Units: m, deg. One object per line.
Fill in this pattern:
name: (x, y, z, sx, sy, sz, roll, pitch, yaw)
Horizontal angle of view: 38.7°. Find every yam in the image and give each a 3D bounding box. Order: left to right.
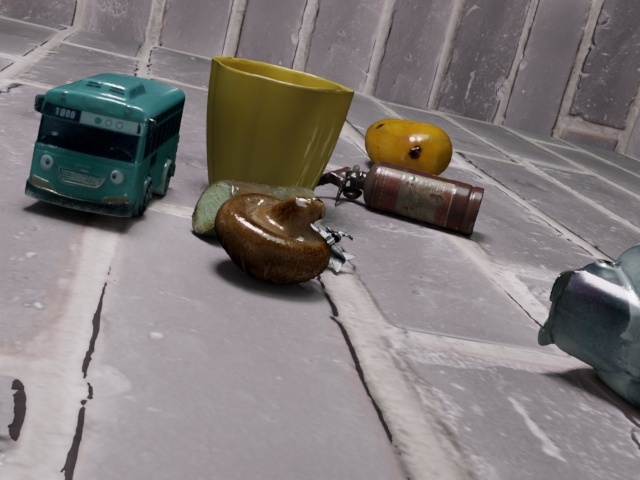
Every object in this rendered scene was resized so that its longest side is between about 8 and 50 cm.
yam: (-0.073, -0.032, 1.050, 0.146, 0.069, 0.070, 4, 18, -36)

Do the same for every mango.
mango: (0.163, -0.174, 1.725, 0.157, 0.109, 0.262, 3, 11, -6)

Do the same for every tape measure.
tape measure: (0.382, 0.094, 0.854, 0.275, 0.147, 0.256, -1, 21, -41)

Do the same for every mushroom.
mushroom: (-0.048, -0.002, 0.931, 0.109, 0.085, 0.126, -24, 47, -20)

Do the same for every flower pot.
flower pot: (-0.067, -0.140, 1.231, 0.195, 0.179, 0.195, 12, 16, -3)

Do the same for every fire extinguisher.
fire extinguisher: (0.113, -0.073, 1.356, 0.252, 0.075, 0.106, 16, 15, 6)

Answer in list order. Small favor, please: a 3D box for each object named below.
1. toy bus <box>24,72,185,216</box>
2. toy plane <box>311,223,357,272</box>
toy bus: (-0.240, -0.119, 1.059, 0.128, 0.147, 0.256, 12, 14, -2)
toy plane: (0.000, 0.000, 1.023, 0.083, 0.031, 0.078, 45, 46, 12)
